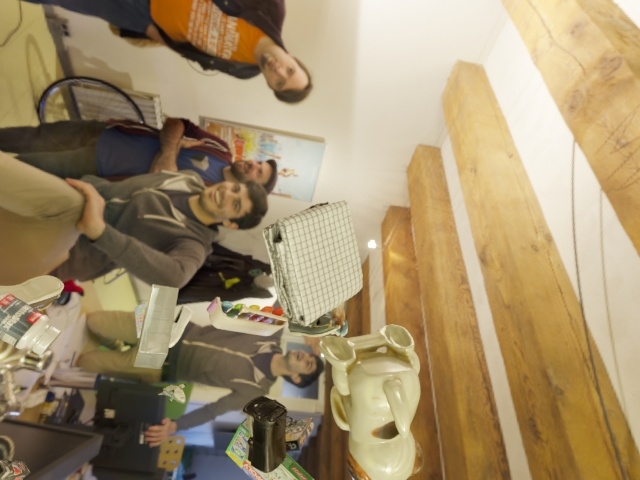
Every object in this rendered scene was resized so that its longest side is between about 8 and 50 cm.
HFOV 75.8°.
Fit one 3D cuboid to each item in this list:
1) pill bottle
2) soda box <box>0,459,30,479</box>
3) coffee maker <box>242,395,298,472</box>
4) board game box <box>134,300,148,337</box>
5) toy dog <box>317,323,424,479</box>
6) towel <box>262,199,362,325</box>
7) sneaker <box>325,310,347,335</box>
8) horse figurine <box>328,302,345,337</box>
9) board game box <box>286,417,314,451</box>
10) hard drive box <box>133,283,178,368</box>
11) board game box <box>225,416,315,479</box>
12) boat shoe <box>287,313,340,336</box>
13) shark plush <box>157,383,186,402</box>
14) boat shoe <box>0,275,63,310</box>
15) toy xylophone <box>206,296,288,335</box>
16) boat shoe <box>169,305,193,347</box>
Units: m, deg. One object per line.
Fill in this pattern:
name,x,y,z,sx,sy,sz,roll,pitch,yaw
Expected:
pill bottle,-0.828,0.236,1.141,0.108,0.180,0.108,-47,-164,18
soda box,-1.115,0.825,1.463,0.060,0.053,0.169,-39,160,-23
coffee maker,-0.153,0.583,1.216,0.171,0.120,0.179,20,-66,54
board game box,-0.830,0.373,2.033,0.039,0.211,0.160,22,47,-57
toy dog,0.187,0.506,1.198,0.395,0.284,0.408,-152,-125,-63
towel,-0.020,0.049,1.099,0.121,0.235,0.284,6,-66,50
sneaker,0.085,0.455,2.178,0.228,0.087,0.092,-142,-136,-67
horse figurine,0.050,0.232,1.510,0.174,0.066,0.264,-61,140,-68
board game box,-0.161,0.769,1.611,0.165,0.243,0.042,-19,92,-70
hard drive box,-0.557,0.295,1.397,0.181,0.089,0.232,-49,-145,48
board game box,-0.176,0.777,1.409,0.046,0.317,0.214,-32,155,-52
boat shoe,-0.033,0.354,1.803,0.319,0.116,0.099,-14,-83,44
shark plush,-0.640,0.656,1.743,0.073,0.161,0.067,-16,96,-72
boat shoe,-0.996,0.200,1.317,0.097,0.116,0.324,-53,170,19
toy xylophone,-0.255,0.286,1.559,0.236,0.322,0.081,-33,-133,41
boat shoe,-0.627,0.372,1.794,0.066,0.063,0.184,1,-124,52
